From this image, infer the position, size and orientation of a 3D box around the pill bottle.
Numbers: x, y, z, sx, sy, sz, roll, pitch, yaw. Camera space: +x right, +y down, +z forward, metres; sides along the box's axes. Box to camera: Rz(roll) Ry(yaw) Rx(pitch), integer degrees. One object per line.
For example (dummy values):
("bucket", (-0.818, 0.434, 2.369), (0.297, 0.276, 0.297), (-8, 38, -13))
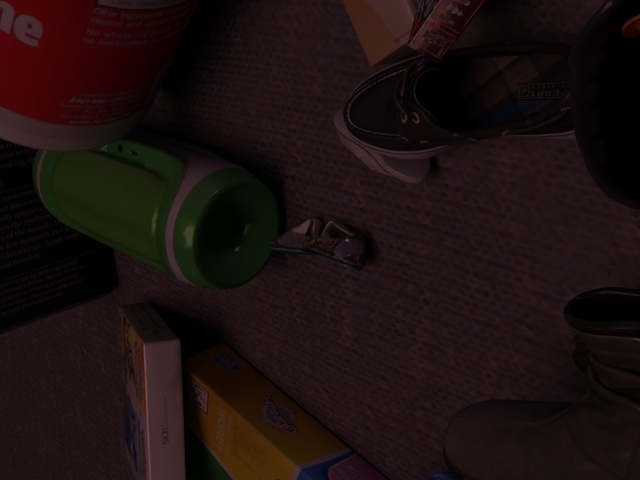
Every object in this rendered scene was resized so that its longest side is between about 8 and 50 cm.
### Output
("pill bottle", (-0.193, -0.281, 0.697), (0.229, 0.229, 0.407), (55, 137, 15))

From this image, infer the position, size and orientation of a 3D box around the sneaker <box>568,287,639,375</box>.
("sneaker", (0.260, 0.055, 0.458), (0.267, 0.101, 0.106), (-28, 88, 49))

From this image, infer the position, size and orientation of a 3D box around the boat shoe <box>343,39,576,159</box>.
("boat shoe", (0.092, -0.098, 0.570), (0.228, 0.076, 0.080), (8, 90, 43))

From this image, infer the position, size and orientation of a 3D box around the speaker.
("speaker", (-0.181, -0.044, 0.867), (0.296, 0.131, 0.131), (20, 121, 40))

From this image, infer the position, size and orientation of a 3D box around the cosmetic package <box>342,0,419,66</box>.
("cosmetic package", (0.046, -0.195, 0.620), (0.060, 0.041, 0.115), (-26, 87, 49))

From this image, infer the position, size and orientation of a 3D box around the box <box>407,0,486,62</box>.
("box", (0.106, -0.190, 0.521), (0.027, 0.094, 0.137), (27, 136, -11))

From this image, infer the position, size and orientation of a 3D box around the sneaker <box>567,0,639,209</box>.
("sneaker", (0.225, -0.130, 0.351), (0.124, 0.180, 0.321), (42, 133, 26))

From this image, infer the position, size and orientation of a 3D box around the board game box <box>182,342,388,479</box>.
("board game box", (-0.041, 0.296, 0.912), (0.316, 0.064, 0.242), (33, 128, 34))

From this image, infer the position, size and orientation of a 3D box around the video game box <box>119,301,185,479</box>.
("video game box", (-0.201, 0.193, 0.979), (0.187, 0.048, 0.205), (-161, 69, -65))

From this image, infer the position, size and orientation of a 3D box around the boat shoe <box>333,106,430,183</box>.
("boat shoe", (0.050, -0.072, 0.681), (0.100, 0.035, 0.035), (36, 157, 26))

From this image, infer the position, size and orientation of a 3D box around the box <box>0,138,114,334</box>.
("box", (-0.455, -0.114, 1.064), (0.293, 0.212, 0.395), (15, 117, 43))

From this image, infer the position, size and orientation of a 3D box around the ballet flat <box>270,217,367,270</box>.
("ballet flat", (0.000, 0.000, 0.764), (0.114, 0.041, 0.041), (12, 115, 43))

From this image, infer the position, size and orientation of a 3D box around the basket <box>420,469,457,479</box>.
("basket", (0.102, 0.285, 0.622), (0.201, 0.255, 0.289), (41, 151, 30))

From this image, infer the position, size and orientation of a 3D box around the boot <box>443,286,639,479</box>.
("boot", (0.166, 0.089, 0.473), (0.247, 0.083, 0.161), (2, 129, 40))
